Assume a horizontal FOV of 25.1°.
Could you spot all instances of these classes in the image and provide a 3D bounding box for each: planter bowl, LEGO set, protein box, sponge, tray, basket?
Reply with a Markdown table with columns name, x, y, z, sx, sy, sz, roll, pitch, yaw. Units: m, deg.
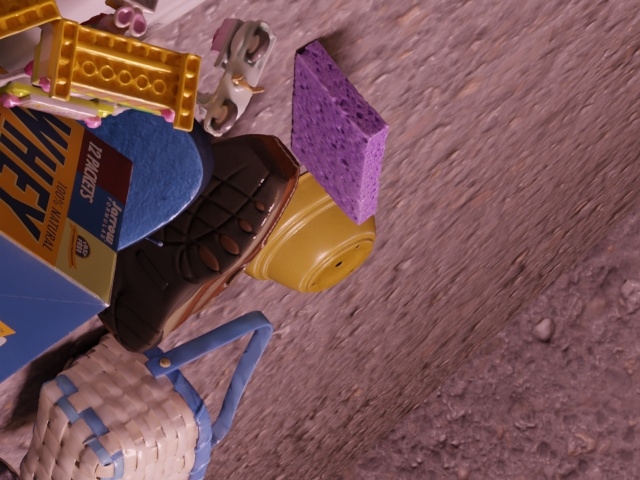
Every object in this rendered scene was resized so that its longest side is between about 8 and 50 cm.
| name | x | y | z | sx | sy | sz | roll | pitch | yaw |
| --- | --- | --- | --- | --- | --- | --- | --- | --- | --- |
| planter bowl | 0.000 | 0.000 | 1.742 | 0.217 | 0.090 | 0.217 | -33 | 163 | -12 |
| LEGO set | -0.169 | -0.146 | 0.854 | 0.107 | 0.287 | 0.132 | -4 | -125 | 54 |
| protein box | -0.265 | -0.009 | 0.929 | 0.201 | 0.136 | 0.200 | -34 | 124 | 29 |
| sponge | 0.017 | -0.105 | 1.466 | 0.031 | 0.117 | 0.210 | -35 | 162 | -16 |
| tray | -0.150 | -0.155 | 1.008 | 0.270 | 0.030 | 0.145 | -26 | 178 | 34 |
| basket | -0.196 | 0.209 | 1.697 | 0.289 | 0.201 | 0.255 | -17 | 144 | -38 |

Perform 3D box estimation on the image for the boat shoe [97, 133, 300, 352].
| name | x | y | z | sx | sy | sz | roll | pitch | yaw |
| --- | --- | --- | --- | --- | --- | --- | --- | --- | --- |
| boat shoe | -0.120 | -0.007 | 1.478 | 0.120 | 0.122 | 0.324 | -26 | 168 | -47 |

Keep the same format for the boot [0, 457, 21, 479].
| name | x | y | z | sx | sy | sz | roll | pitch | yaw |
| --- | --- | --- | --- | --- | --- | --- | --- | --- | --- |
| boot | -0.431 | 0.298 | 1.584 | 0.377 | 0.138 | 0.284 | -64 | 165 | 17 |

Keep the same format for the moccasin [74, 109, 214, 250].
| name | x | y | z | sx | sy | sz | roll | pitch | yaw |
| --- | --- | --- | --- | --- | --- | --- | --- | --- | --- |
| moccasin | -0.234 | -0.038 | 1.102 | 0.342 | 0.137 | 0.117 | -13 | -172 | 19 |
